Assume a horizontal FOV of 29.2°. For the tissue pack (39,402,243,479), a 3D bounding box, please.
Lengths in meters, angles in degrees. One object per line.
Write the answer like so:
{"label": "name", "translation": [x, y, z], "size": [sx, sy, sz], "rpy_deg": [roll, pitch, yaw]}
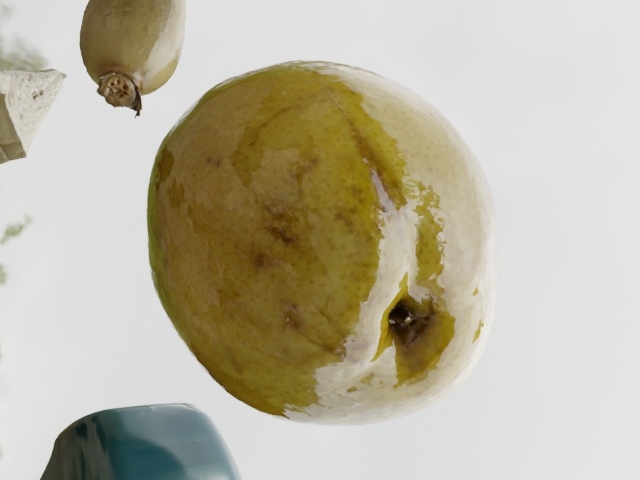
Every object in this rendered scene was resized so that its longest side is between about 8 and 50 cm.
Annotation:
{"label": "tissue pack", "translation": [-0.198, 0.310, 1.237], "size": [0.287, 0.198, 0.206], "rpy_deg": [-46, -124, 41]}

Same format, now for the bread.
{"label": "bread", "translation": [-0.314, -0.152, 1.193], "size": [0.077, 0.105, 0.152], "rpy_deg": [-9, -141, 13]}

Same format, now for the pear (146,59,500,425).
{"label": "pear", "translation": [0.000, 0.000, 1.017], "size": [0.314, 0.314, 0.314], "rpy_deg": [-29, -130, 41]}

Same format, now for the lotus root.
{"label": "lotus root", "translation": [-0.132, -0.148, 0.868], "size": [0.062, 0.073, 0.150], "rpy_deg": [115, -15, -48]}
